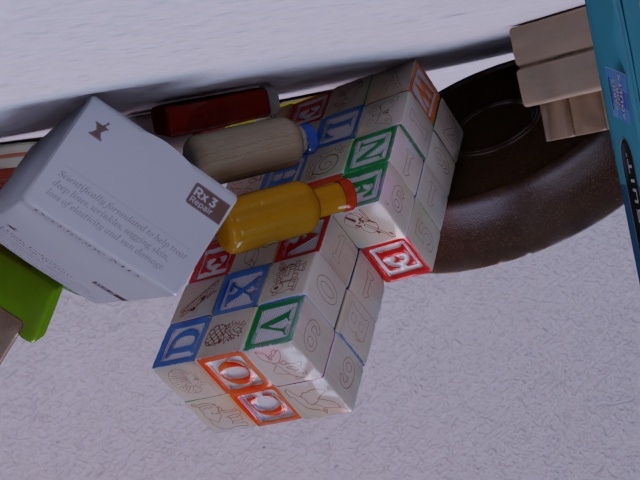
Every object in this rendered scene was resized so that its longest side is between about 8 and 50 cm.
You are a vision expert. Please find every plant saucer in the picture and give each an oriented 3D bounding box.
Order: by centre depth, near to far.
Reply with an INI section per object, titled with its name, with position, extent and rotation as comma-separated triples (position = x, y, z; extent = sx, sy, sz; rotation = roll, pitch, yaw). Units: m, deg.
[plant saucer]
position = 0.162, -0.085, 1.052
extent = 0.311, 0.050, 0.310
rotation = -22, -151, 13

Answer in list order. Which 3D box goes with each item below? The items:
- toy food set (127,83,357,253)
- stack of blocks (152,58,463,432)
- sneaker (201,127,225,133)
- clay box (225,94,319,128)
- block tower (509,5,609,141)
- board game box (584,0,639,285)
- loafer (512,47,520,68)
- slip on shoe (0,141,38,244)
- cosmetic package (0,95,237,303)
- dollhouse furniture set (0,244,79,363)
[toy food set]
position = -0.074, -0.059, 0.917
extent = 0.105, 0.111, 0.232
rotation = -15, -168, -25
[stack of blocks]
position = 0.000, 0.000, 0.940
extent = 0.171, 0.087, 0.297
rotation = -15, -141, 32
[sneaker]
position = -0.170, -0.084, 1.140
extent = 0.221, 0.087, 0.128
rotation = -30, -147, 29
[clay box]
position = -0.034, -0.116, 1.216
extent = 0.222, 0.053, 0.127
rotation = -13, -177, -7
[block tower]
position = 0.299, -0.149, 0.934
extent = 0.335, 0.091, 0.097
rotation = -14, -175, -37
[board game box]
position = 0.292, 0.000, 0.594
extent = 0.254, 0.336, 0.079
rotation = -11, -176, 4
[loafer]
position = 0.192, -0.160, 1.015
extent = 0.039, 0.045, 0.125
rotation = -28, -174, 16
[slip on shoe]
position = -0.300, -0.021, 0.956
extent = 0.123, 0.101, 0.331
rotation = -12, -175, 23
[cosmetic package]
position = -0.158, -0.019, 0.824
extent = 0.085, 0.117, 0.231
rotation = -59, -164, -14
[dollhouse furniture set]
position = -0.338, 0.043, 1.175
extent = 0.198, 0.151, 0.301
rotation = 33, -174, -2
